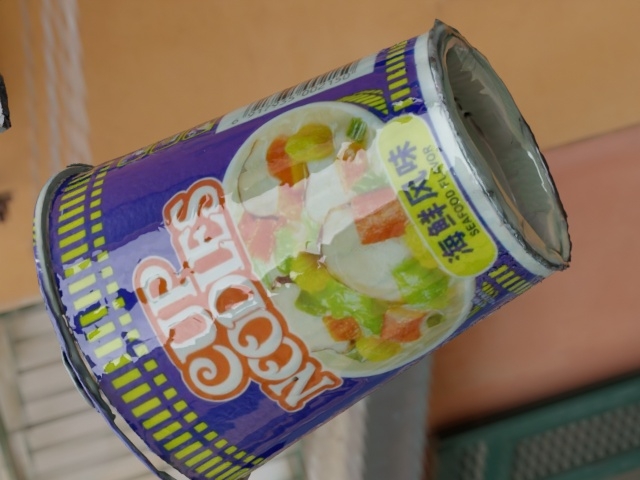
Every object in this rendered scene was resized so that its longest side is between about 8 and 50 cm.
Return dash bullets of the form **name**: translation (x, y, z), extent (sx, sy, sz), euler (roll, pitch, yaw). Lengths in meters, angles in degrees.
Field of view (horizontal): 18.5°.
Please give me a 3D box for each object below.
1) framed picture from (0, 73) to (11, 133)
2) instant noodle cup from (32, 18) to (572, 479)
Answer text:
- **framed picture**: translation (-0.388, -0.182, 1.813), extent (0.018, 0.192, 0.265), euler (31, -139, -61)
- **instant noodle cup**: translation (0.000, 0.000, 1.410), extent (0.284, 0.312, 0.284), euler (50, -157, -31)
